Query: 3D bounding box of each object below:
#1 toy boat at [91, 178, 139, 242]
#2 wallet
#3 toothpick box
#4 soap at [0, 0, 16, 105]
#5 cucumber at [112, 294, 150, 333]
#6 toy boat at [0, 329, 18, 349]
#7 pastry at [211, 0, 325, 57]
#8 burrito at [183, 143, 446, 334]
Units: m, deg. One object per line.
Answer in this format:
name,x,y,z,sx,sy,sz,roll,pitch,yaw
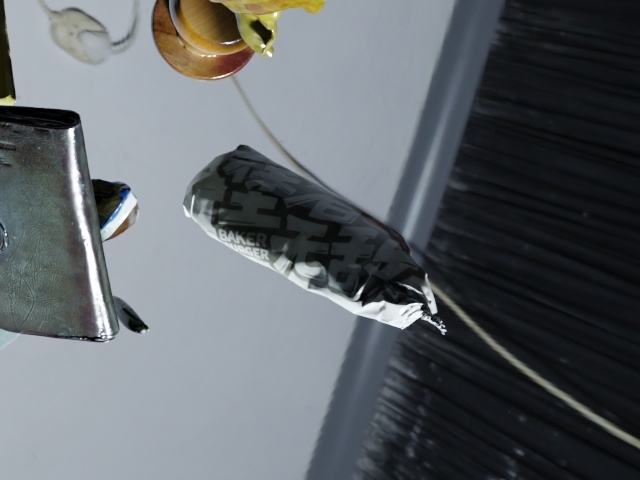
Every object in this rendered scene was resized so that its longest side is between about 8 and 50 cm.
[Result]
toy boat,-0.419,-0.052,1.753,0.115,0.262,0.114,52,36,-53
wallet,-0.338,-0.013,1.224,0.045,0.172,0.318,-76,169,-52
toothpick box,-0.178,-0.369,1.719,0.192,0.294,0.192,0,91,-12
soap,-0.552,-0.294,1.689,0.076,0.135,0.233,4,65,-34
cucumber,-0.334,0.119,1.758,0.033,0.184,0.036,-10,109,-29
toy boat,-0.515,0.106,1.455,0.141,0.319,0.092,55,39,-34
pastry,-0.039,-0.238,0.545,0.132,0.235,0.240,-15,86,-42
burrito,0.000,0.000,1.406,0.139,0.445,0.101,-57,150,-8
